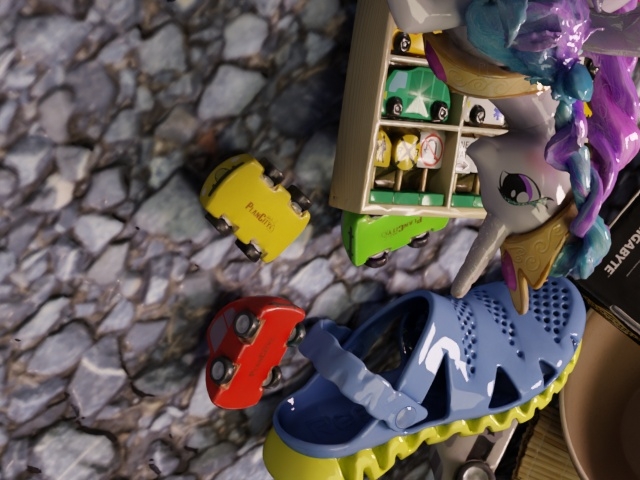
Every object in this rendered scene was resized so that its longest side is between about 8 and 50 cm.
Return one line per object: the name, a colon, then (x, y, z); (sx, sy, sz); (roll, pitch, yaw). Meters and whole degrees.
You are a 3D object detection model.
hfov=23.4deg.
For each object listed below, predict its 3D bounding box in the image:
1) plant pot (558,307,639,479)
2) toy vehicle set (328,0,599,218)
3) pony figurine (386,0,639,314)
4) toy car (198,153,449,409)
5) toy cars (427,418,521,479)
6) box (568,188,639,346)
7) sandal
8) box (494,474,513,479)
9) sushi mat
plant pot: (0.365, 0.173, 1.483); (0.284, 0.284, 0.191); (-40, 165, -8)
toy vehicle set: (0.125, -0.100, 1.169); (0.267, 0.035, 0.166); (1, 100, -42)
pony figurine: (0.170, -0.174, 1.011); (0.351, 0.303, 0.363); (-32, 109, -18)
toy car: (0.000, 0.000, 1.176); (0.225, 0.053, 0.239); (-23, 136, -26)
toy cars: (0.096, 0.266, 1.455); (0.393, 0.087, 0.176); (-67, 172, 21)
box: (0.417, -0.004, 1.367); (0.322, 0.257, 0.079); (-50, 169, -1)
sandal: (0.095, 0.097, 1.294); (0.317, 0.126, 0.138); (-25, 132, -26)
box: (0.219, 0.408, 1.637); (0.232, 0.058, 0.322); (11, 95, -46)
sushi mat: (0.270, 0.268, 1.575); (0.316, 0.019, 0.151); (28, 82, -49)
